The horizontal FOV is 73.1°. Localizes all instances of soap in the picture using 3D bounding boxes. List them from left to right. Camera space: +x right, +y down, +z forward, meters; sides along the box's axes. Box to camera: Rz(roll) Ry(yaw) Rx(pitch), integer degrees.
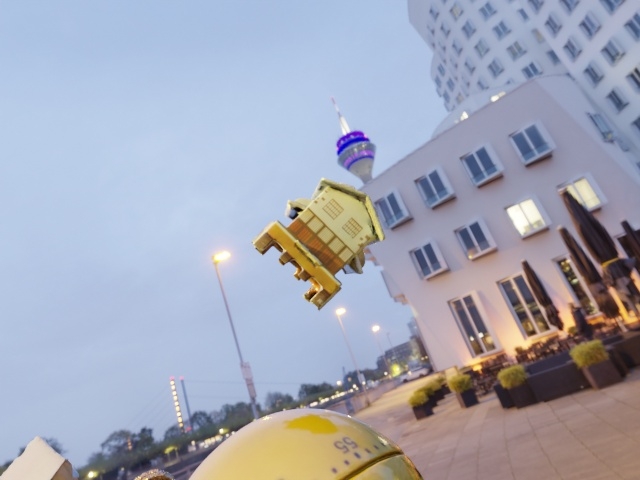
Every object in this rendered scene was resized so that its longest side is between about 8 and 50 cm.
[{"bbox_3d":[-0.589,0.625,0.933,0.159,0.257,0.302,-2,-52,30],"label":"soap"}]

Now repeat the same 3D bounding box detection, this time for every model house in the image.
[{"bbox_3d":[0.000,0.000,0.882,0.215,0.198,0.224,-43,0,-8],"label":"model house"}]

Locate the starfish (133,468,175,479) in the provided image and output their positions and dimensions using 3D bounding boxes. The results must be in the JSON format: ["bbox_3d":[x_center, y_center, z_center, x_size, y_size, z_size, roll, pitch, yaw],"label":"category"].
[{"bbox_3d":[-0.151,0.222,0.337,0.091,0.078,0.028,-54,-36,-11],"label":"starfish"}]

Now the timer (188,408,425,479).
[{"bbox_3d":[0.009,0.401,0.482,0.376,0.387,0.375,-30,-39,-27],"label":"timer"}]
